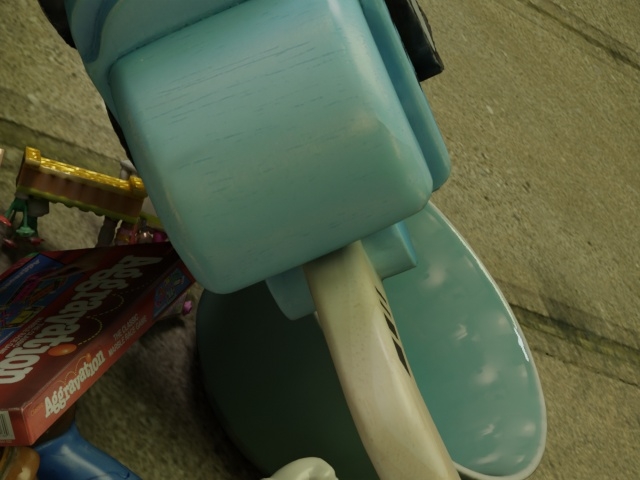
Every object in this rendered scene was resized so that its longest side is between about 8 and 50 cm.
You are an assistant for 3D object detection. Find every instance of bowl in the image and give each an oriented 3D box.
[{"bbox_3d":[0.020,0.092,1.385,0.311,0.163,0.311,40,28,-26],"label":"bowl"}]

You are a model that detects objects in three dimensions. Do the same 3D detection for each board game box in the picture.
[{"bbox_3d":[-0.190,0.063,1.144,0.281,0.145,0.027,-49,132,-63],"label":"board game box"}]

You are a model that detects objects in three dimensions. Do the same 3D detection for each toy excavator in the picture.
[{"bbox_3d":[0.000,0.000,1.095,0.433,0.222,0.445,62,10,-47],"label":"toy excavator"}]

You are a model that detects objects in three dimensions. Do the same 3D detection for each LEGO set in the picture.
[{"bbox_3d":[-0.168,-0.005,1.342,0.132,0.107,0.287,27,14,40],"label":"LEGO set"}]

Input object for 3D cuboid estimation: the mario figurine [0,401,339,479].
[{"bbox_3d":[-0.062,0.195,1.127,0.320,0.170,0.198,34,65,-15],"label":"mario figurine"}]
